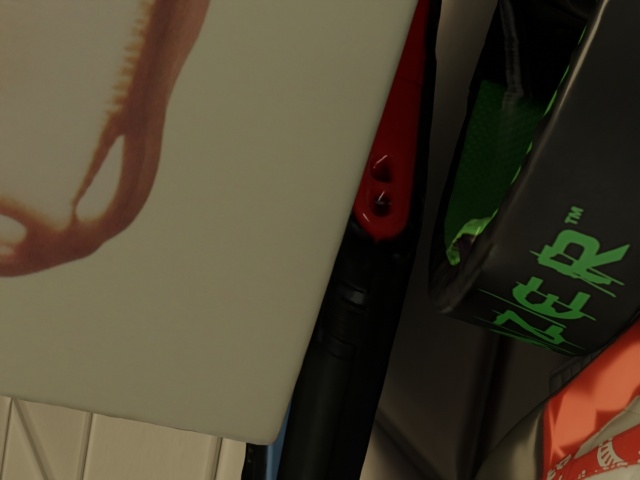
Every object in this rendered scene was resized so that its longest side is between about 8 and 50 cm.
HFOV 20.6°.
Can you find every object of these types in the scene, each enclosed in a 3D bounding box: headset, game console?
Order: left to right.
[{"bbox_3d":[0.000,0.000,0.820,0.386,0.060,0.342,100,179,-47],"label":"game console"},{"bbox_3d":[0.094,-0.163,0.554,0.243,0.185,0.394,118,172,-73],"label":"headset"}]

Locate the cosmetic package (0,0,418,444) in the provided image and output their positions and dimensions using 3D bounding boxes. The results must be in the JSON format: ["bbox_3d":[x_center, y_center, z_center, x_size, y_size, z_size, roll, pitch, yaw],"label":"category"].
[{"bbox_3d":[-0.039,-0.105,0.556,0.153,0.129,0.296,-107,31,-65],"label":"cosmetic package"}]

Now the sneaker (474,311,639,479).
[{"bbox_3d":[0.158,0.059,0.527,0.270,0.090,0.145,-56,49,36],"label":"sneaker"}]

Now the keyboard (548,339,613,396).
[{"bbox_3d":[0.115,0.169,0.709,0.072,0.014,0.256,139,134,-62],"label":"keyboard"}]
